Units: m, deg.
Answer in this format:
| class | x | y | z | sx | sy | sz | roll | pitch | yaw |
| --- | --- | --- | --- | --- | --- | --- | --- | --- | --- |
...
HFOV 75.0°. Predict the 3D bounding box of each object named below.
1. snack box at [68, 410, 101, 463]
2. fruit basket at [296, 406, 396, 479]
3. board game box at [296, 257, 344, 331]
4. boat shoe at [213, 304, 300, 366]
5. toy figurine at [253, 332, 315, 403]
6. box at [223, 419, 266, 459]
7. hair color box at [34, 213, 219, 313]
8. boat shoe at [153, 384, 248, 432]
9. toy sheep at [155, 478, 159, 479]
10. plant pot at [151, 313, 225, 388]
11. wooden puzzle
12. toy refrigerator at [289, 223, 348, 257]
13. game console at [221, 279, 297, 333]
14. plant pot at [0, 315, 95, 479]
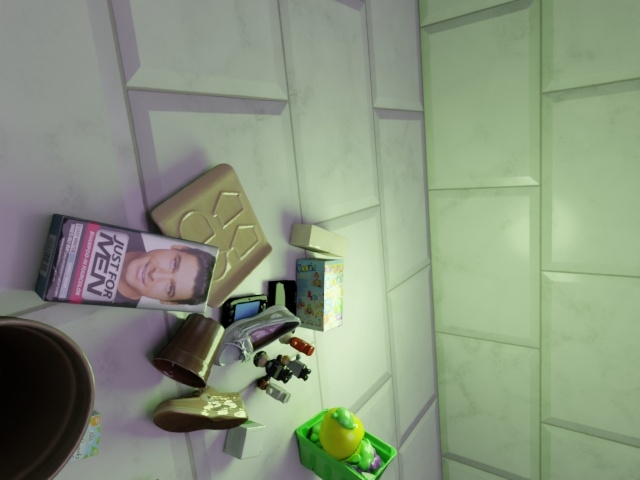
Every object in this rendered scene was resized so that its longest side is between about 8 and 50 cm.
| class | x | y | z | sx | sy | sz | roll | pitch | yaw |
| --- | --- | --- | --- | --- | --- | --- | --- | --- | --- |
| snack box | -0.599 | 0.472 | 0.984 | 0.141 | 0.037 | 0.100 | 8 | 86 | -54 |
| fruit basket | 0.096 | 0.796 | 1.675 | 0.283 | 0.393 | 0.391 | -8 | 98 | -53 |
| board game box | -0.002 | 0.212 | 1.695 | 0.142 | 0.145 | 0.274 | -2 | 94 | -54 |
| boat shoe | -0.216 | 0.321 | 1.393 | 0.321 | 0.103 | 0.118 | -23 | 121 | -37 |
| toy figurine | -0.136 | 0.452 | 1.506 | 0.213 | 0.148 | 0.209 | -41 | 147 | -44 |
| box | -0.256 | 0.676 | 1.421 | 0.101 | 0.087 | 0.101 | 25 | 72 | -52 |
| hair color box | -0.456 | 0.067 | 1.028 | 0.375 | 0.114 | 0.185 | 14 | 86 | -43 |
| boat shoe | -0.361 | 0.506 | 1.267 | 0.341 | 0.122 | 0.110 | 36 | 26 | -52 |
| toy sheep | -0.483 | 0.703 | 1.121 | 0.132 | 0.091 | 0.091 | -54 | 134 | -56 |
| plant pot | -0.367 | 0.310 | 1.203 | 0.167 | 0.167 | 0.165 | 58 | 40 | -37 |
| wooden puzzle | -0.328 | -0.019 | 1.301 | 0.322 | 0.081 | 0.347 | -49 | 125 | -41 |
| toy refrigerator | 0.000 | 0.000 | 1.722 | 0.270 | 0.102 | 0.094 | 18 | 77 | -52 |
| game console | -0.210 | 0.257 | 1.499 | 0.362 | 0.044 | 0.212 | 1 | 91 | -53 |
| plant pot | -0.626 | 0.278 | 0.732 | 0.323 | 0.281 | 0.322 | -6 | 98 | -54 |
